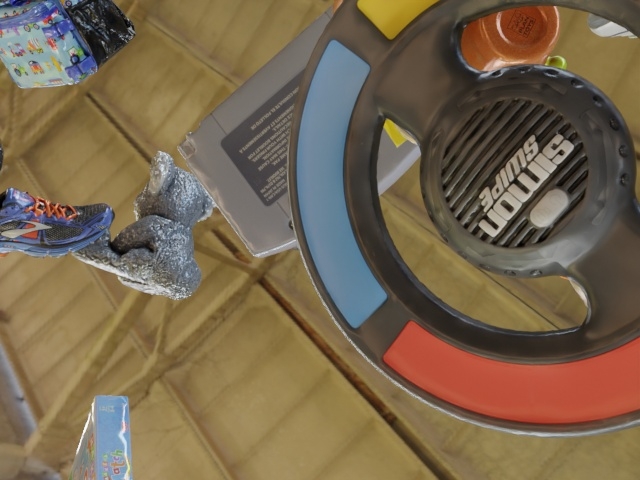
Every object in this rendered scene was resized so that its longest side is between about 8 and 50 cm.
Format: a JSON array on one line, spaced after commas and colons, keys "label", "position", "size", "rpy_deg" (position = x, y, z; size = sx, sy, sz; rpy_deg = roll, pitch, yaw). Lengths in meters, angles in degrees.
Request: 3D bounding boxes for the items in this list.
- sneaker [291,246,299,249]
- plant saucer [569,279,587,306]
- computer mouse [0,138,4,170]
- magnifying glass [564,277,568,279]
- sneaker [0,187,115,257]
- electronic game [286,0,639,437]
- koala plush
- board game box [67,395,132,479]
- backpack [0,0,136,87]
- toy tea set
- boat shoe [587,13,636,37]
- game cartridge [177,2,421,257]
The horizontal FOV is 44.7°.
[{"label": "sneaker", "position": [0.000, 0.000, 1.621], "size": [0.283, 0.124, 0.107], "rpy_deg": [-10, -140, 40]}, {"label": "plant saucer", "position": [0.369, 0.012, 0.986], "size": [0.041, 0.277, 0.278], "rpy_deg": [-32, -129, 38]}, {"label": "computer mouse", "position": [-0.507, -0.195, 1.065], "size": [0.262, 0.060, 0.184], "rpy_deg": [31, -78, 12]}, {"label": "magnifying glass", "position": [0.458, 0.066, 1.264], "size": [0.231, 0.026, 0.092], "rpy_deg": [-152, -121, -74]}, {"label": "sneaker", "position": [-0.383, -0.027, 1.021], "size": [0.083, 0.221, 0.087], "rpy_deg": [-127, -146, -59]}, {"label": "electronic game", "position": [0.086, -0.029, 0.333], "size": [0.229, 0.048, 0.229], "rpy_deg": [3, -83, 28]}, {"label": "koala plush", "position": [-0.268, -0.027, 1.335], "size": [0.203, 0.196, 0.221], "rpy_deg": [12, -107, 31]}, {"label": "board game box", "position": [-0.228, 0.284, 0.780], "size": [0.211, 0.039, 0.160], "rpy_deg": [-63, -150, 35]}, {"label": "backpack", "position": [-0.319, -0.274, 0.876], "size": [0.158, 0.173, 0.117], "rpy_deg": [7, -133, 31]}, {"label": "toy tea set", "position": [0.089, -0.249, 0.767], "size": [0.200, 0.124, 0.336], "rpy_deg": [-31, -91, -2]}, {"label": "boat shoe", "position": [0.422, -0.293, 1.017], "size": [0.083, 0.075, 0.226], "rpy_deg": [-61, -172, 13]}, {"label": "game cartridge", "position": [0.000, -0.125, 0.887], "size": [0.297, 0.062, 0.198], "rpy_deg": [-38, -96, 11]}]
